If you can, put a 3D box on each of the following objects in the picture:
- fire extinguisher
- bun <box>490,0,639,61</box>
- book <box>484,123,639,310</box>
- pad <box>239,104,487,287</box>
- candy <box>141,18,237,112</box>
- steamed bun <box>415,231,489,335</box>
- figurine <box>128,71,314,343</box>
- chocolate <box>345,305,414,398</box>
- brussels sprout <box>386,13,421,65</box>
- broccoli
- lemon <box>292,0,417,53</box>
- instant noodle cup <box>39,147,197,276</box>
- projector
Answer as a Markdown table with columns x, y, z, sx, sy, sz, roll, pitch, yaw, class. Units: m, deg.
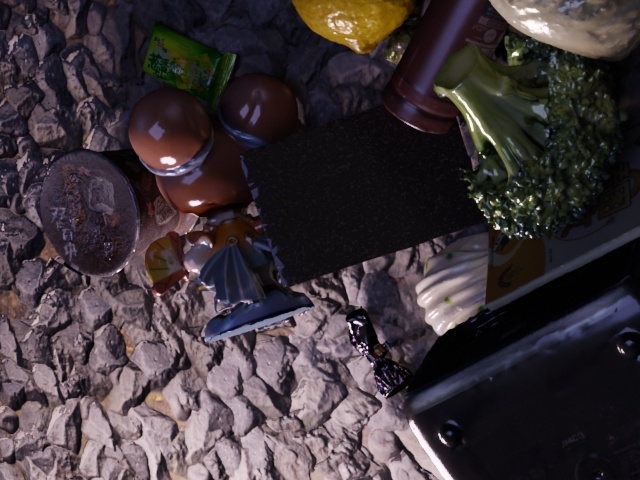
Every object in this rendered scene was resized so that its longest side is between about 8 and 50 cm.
| x | y | z | sx | sy | sz | roll | pitch | yaw | class |
| --- | --- | --- | --- | --- | --- | --- | --- | --- | --- |
| 0.213 | -0.317 | 1.628 | 0.114 | 0.135 | 0.337 | 41 | 120 | 24 | fire extinguisher |
| 0.330 | -0.402 | 1.419 | 0.349 | 0.352 | 0.227 | 45 | 136 | -14 | bun |
| 0.348 | -0.039 | 1.589 | 0.295 | 0.208 | 0.020 | -31 | 120 | 33 | book |
| 0.065 | -0.080 | 1.756 | 0.330 | 0.004 | 0.220 | -18 | 92 | 3 | pad |
| -0.225 | -0.297 | 1.966 | 0.178 | 0.032 | 0.102 | 28 | 115 | 23 | candy |
| 0.226 | 0.081 | 1.735 | 0.183 | 0.106 | 0.182 | 9 | 106 | 32 | steamed bun |
| -0.151 | -0.050 | 1.853 | 0.248 | 0.277 | 0.388 | -31 | 74 | 61 | figurine |
| 0.092 | 0.178 | 1.877 | 0.072 | 0.070 | 0.147 | -43 | 68 | 42 | chocolate |
| 0.132 | -0.295 | 1.733 | 0.085 | 0.058 | 0.085 | -1 | 88 | 21 | brussels sprout |
| 0.286 | -0.156 | 1.548 | 0.235 | 0.288 | 0.260 | -19 | 130 | 4 | broccoli |
| 0.049 | -0.398 | 1.670 | 0.204 | 0.204 | 0.260 | 5 | 103 | 31 | lemon |
| -0.330 | -0.063 | 1.984 | 0.217 | 0.207 | 0.217 | 8 | 107 | 29 | instant noodle cup |
| 0.381 | 0.254 | 1.552 | 0.395 | 0.242 | 0.405 | -33 | 97 | 28 | projector |
